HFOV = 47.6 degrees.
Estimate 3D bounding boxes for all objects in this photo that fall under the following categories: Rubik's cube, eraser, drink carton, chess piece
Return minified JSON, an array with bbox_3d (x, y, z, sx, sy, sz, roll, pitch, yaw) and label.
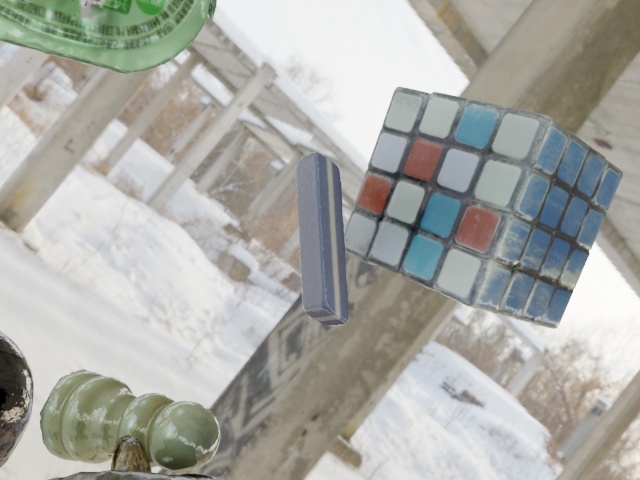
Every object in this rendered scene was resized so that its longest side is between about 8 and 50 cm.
[{"bbox_3d":[0.227,-0.047,1.031,0.253,0.256,0.259,26,7,43],"label":"Rubik's cube"},{"bbox_3d":[0.000,0.000,0.955,0.036,0.225,0.082,0,-9,-21],"label":"eraser"},{"bbox_3d":[-0.146,-0.169,0.381,0.146,0.144,0.142,7,8,-41],"label":"drink carton"},{"bbox_3d":[-0.251,0.260,1.001,0.243,0.133,0.133,4,-21,27],"label":"chess piece"}]

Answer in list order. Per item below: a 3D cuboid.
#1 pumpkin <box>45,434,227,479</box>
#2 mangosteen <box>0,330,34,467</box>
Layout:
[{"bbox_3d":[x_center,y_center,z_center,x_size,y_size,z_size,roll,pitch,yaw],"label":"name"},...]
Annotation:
[{"bbox_3d":[-0.174,0.336,0.819,0.325,0.232,0.242,56,24,-70],"label":"pumpkin"},{"bbox_3d":[-0.599,0.235,1.102,0.313,0.297,0.297,51,-1,11],"label":"mangosteen"}]
